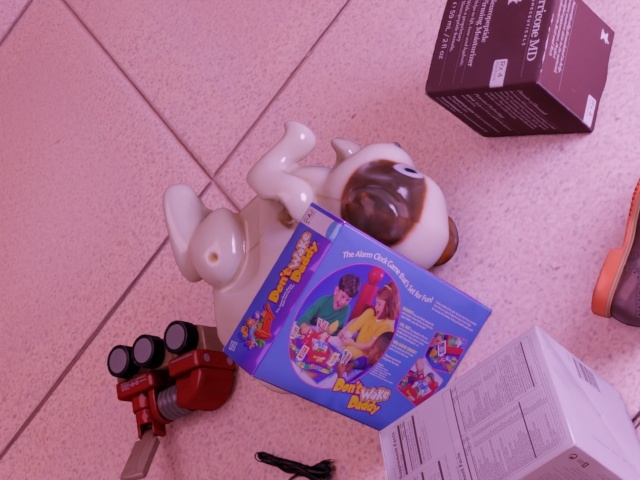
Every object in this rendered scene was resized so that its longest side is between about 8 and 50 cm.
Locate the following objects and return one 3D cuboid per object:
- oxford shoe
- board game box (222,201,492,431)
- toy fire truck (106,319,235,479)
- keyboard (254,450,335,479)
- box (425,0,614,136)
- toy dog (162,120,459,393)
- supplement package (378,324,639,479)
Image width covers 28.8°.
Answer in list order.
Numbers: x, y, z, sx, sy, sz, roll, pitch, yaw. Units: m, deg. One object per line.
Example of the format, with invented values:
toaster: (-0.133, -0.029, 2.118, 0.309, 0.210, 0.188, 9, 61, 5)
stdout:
oxford shoe: (0.452, -0.013, 1.637, 0.098, 0.097, 0.271, 21, 88, 27)
board game box: (0.061, 0.124, 1.725, 0.078, 0.347, 0.233, 33, 92, 47)
toy fire truck: (-0.257, 0.278, 2.100, 0.217, 0.158, 0.246, -23, 66, 32)
keyboard: (-0.074, 0.420, 1.926, 0.317, 0.033, 0.202, 4, 72, 43)
box: (0.295, -0.263, 1.840, 0.203, 0.167, 0.169, 0, 69, 43)
toy dog: (0.000, 0.000, 1.901, 0.407, 0.284, 0.396, -25, 54, 29)
supplement package: (0.244, 0.286, 1.555, 0.262, 0.199, 0.198, -38, 35, 23)
